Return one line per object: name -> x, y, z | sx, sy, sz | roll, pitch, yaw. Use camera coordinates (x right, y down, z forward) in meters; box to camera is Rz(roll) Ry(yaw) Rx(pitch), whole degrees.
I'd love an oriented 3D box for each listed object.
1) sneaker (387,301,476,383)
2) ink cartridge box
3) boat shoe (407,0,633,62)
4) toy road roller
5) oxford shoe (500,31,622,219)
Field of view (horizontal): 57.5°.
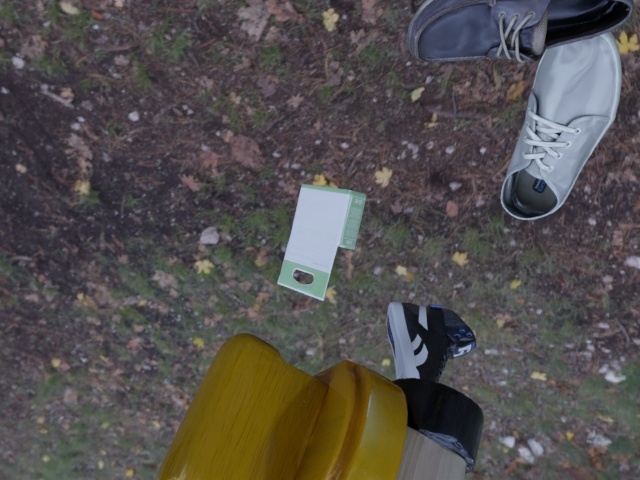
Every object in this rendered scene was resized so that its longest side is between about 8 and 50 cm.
sneaker -> 0.168, 0.168, 0.823 | 0.121, 0.216, 0.079 | 0, 132, -3
ink cartridge box -> 0.000, 0.000, 1.264 | 0.171, 0.056, 0.235 | 14, 92, 50
boat shoe -> 0.317, -0.357, 0.922 | 0.356, 0.130, 0.132 | -16, 137, 6
toy road roller -> -0.030, 0.214, 0.538 | 0.241, 0.202, 0.329 | 32, 145, -11
oxford shoe -> 0.473, -0.212, 1.177 | 0.169, 0.130, 0.449 | 33, 140, 29
